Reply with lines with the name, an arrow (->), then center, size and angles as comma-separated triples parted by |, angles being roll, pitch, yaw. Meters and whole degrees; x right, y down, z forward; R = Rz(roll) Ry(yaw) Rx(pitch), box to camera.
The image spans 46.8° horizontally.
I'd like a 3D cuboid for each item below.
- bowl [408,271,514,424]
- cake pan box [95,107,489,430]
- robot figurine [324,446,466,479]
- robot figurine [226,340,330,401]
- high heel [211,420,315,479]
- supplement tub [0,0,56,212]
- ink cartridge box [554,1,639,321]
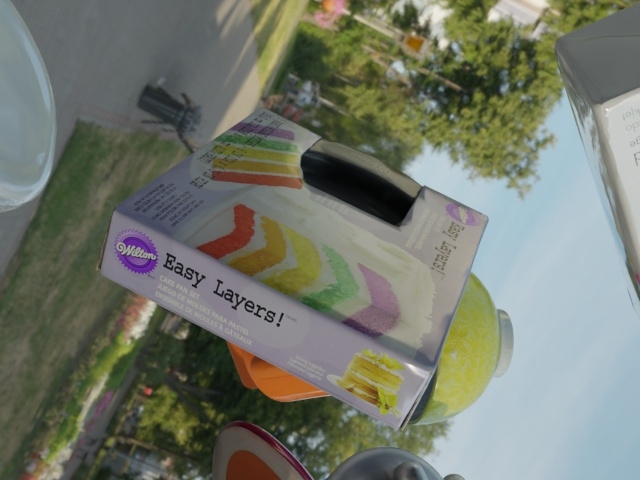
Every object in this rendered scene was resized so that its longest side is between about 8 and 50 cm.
bowl -> 0.226, 0.165, 1.233 | 0.289, 0.156, 0.289 | -175, -90, -80
cake pan box -> 0.000, 0.000, 0.602 | 0.267, 0.246, 0.070 | -49, 166, -57
robot figurine -> 0.079, 0.427, 1.102 | 0.353, 0.300, 0.199 | 107, -35, -63
robot figurine -> 0.004, 0.102, 0.793 | 0.219, 0.158, 0.128 | -16, -123, 33
high heel -> -0.005, 0.358, 0.874 | 0.127, 0.377, 0.181 | -24, -175, 12
supplement tub -> -0.391, -0.091, 0.573 | 0.193, 0.316, 0.193 | -10, 90, -83
ink cartridge box -> 0.330, -0.018, 0.553 | 0.207, 0.353, 0.119 | -22, -147, 15
